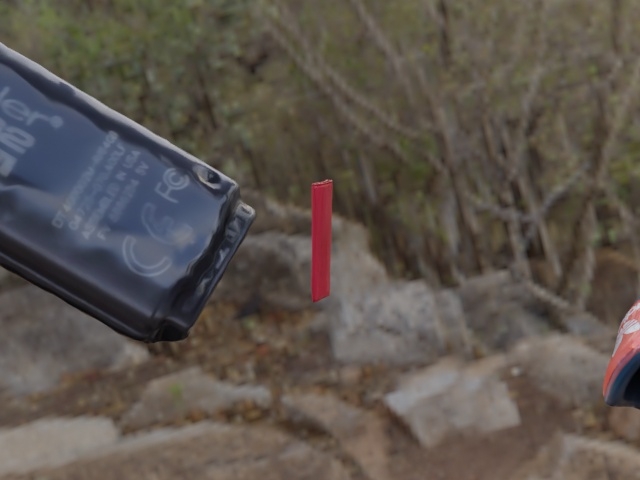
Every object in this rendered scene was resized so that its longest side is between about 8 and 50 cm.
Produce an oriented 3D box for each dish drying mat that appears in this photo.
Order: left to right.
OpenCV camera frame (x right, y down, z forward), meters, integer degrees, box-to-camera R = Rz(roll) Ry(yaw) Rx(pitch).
[{"bbox_3d":[0.000,0.000,1.236,0.008,0.083,0.032,4,9,18],"label":"dish drying mat"}]

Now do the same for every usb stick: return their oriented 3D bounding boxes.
[{"bbox_3d":[-0.156,-0.055,0.635,0.077,0.278,0.045,-61,2,-29],"label":"usb stick"}]

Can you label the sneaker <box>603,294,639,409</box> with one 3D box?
[{"bbox_3d":[0.294,0.137,0.889,0.350,0.131,0.148,34,40,22],"label":"sneaker"}]
